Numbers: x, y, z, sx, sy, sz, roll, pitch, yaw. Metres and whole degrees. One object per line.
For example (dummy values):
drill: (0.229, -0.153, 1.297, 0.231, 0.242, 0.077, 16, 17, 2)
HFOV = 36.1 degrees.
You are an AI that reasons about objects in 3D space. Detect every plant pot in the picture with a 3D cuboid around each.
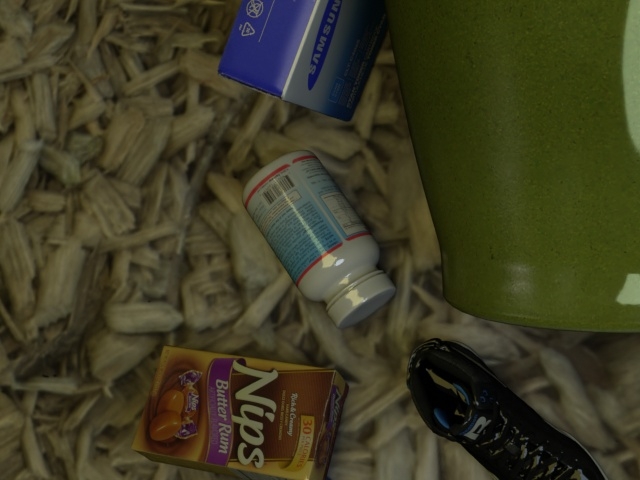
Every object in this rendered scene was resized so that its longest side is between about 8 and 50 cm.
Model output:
plant pot: (0.210, -0.121, 0.745, 0.366, 0.366, 0.353, 2, 97, 21)

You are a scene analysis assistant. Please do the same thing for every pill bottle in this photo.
pill bottle: (0.000, 0.000, 0.926, 0.087, 0.087, 0.160, -38, 73, 13)

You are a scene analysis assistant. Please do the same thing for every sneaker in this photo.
sneaker: (0.152, 0.173, 0.830, 0.217, 0.121, 0.079, 43, 101, 20)

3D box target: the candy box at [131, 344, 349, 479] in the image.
candy box: (-0.076, 0.168, 0.939, 0.186, 0.053, 0.109, 5, 65, 20)

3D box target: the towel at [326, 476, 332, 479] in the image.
towel: (0.049, 0.397, 0.897, 0.336, 0.040, 0.243, 35, 99, 23)

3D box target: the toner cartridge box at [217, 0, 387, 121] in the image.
toner cartridge box: (0.031, -0.290, 0.888, 0.075, 0.165, 0.348, 24, 99, 22)
